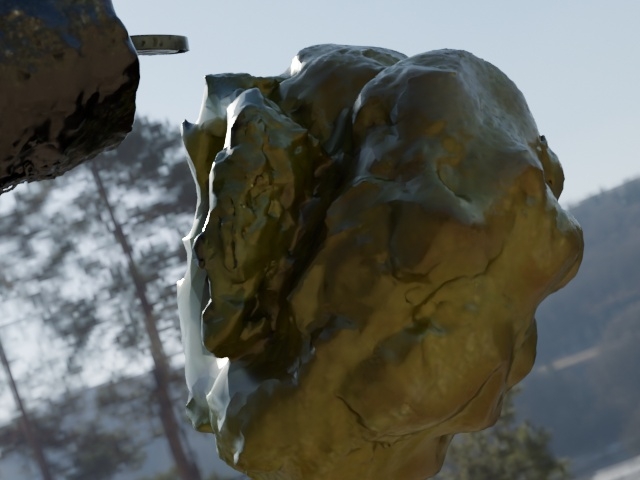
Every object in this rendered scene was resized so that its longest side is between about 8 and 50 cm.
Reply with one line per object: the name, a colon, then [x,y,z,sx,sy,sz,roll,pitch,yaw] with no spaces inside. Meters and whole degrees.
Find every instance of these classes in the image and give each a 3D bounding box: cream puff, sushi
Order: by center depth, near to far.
sushi: [-0.197,-0.126,0.660,0.127,0.225,0.124,-26,-19,-29]
cream puff: [-0.001,0.002,0.689,0.282,0.281,0.185,-26,-41,33]

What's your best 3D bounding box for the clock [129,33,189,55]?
clock: [-0.186,-0.214,1.380,0.085,0.017,0.085,-2,4,0]
